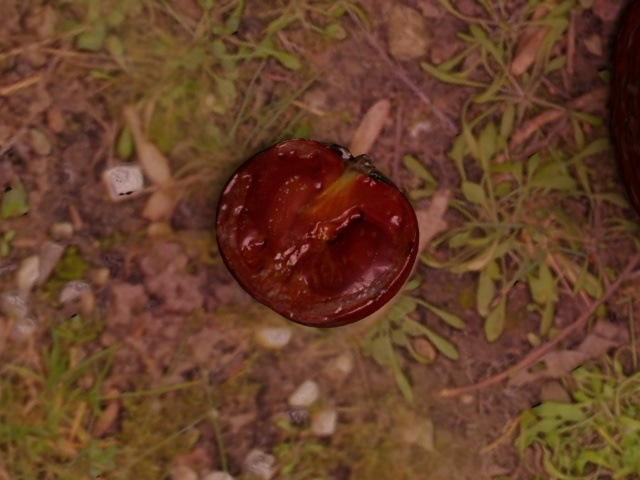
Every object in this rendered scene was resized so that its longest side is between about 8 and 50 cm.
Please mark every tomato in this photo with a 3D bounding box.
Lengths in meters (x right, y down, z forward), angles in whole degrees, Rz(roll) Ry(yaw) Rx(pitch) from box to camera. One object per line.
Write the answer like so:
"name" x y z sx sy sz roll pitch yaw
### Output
"tomato" 0.000 0.000 1.343 0.159 0.091 0.139 32 81 15

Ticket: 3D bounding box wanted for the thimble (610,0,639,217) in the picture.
"thimble" 0.394 -0.092 1.324 0.350 0.230 0.350 -1 97 -8
